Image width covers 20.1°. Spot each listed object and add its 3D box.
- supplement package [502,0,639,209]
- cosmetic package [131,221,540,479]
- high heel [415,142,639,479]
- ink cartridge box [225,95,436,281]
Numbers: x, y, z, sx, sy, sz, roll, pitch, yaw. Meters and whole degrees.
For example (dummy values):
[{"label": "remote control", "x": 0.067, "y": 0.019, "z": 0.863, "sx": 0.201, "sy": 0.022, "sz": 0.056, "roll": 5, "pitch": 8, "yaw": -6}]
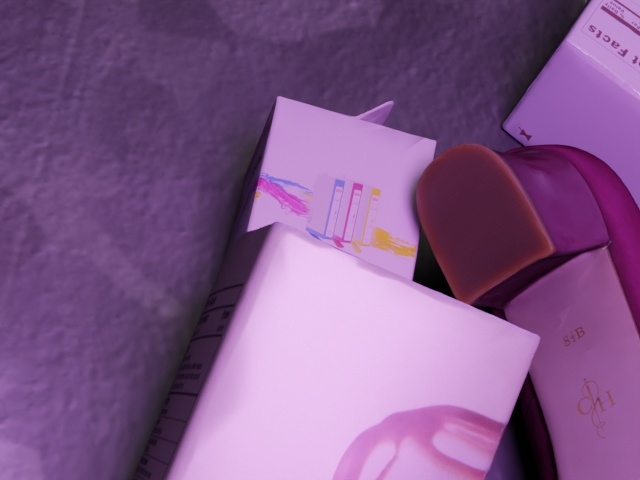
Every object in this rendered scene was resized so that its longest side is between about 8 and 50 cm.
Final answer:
[{"label": "supplement package", "x": 0.205, "y": -0.118, "z": 1.058, "sx": 0.105, "sy": 0.105, "sz": 0.179, "roll": 36, "pitch": 62, "yaw": 2}, {"label": "cosmetic package", "x": -0.030, "y": 0.155, "z": 0.790, "sx": 0.129, "sy": 0.153, "sz": 0.296, "roll": 23, "pitch": 83, "yaw": -7}, {"label": "high heel", "x": 0.175, "y": 0.117, "z": 0.924, "sx": 0.181, "sy": 0.127, "sz": 0.377, "roll": 5, "pitch": 64, "yaw": -60}, {"label": "ink cartridge box", "x": 0.000, "y": 0.000, "z": 0.952, "sx": 0.090, "sy": 0.092, "sz": 0.143, "roll": 15, "pitch": 62, "yaw": -8}]
